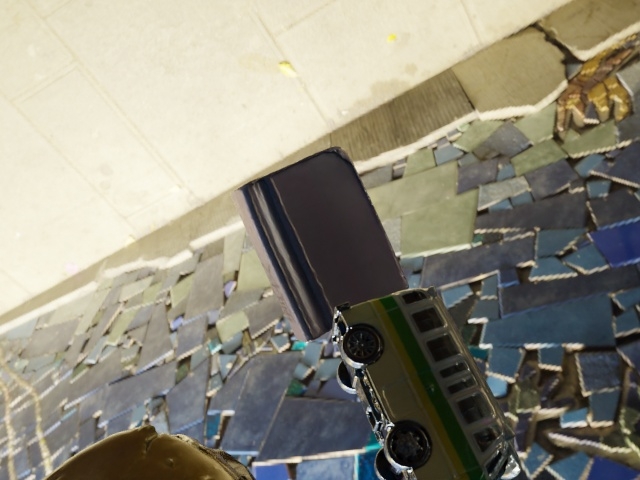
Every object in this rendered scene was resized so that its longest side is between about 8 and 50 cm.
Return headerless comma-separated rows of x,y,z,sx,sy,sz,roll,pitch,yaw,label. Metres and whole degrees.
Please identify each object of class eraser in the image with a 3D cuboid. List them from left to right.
0.000,0.000,1.375,0.272,0.122,0.359,-25,96,-19,eraser

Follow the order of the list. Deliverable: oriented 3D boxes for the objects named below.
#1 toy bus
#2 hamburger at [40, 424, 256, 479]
0.142,0.224,0.876,0.178,0.306,0.143,-18,151,-13,toy bus
-0.137,0.299,0.463,0.284,0.304,0.174,-52,138,-10,hamburger
